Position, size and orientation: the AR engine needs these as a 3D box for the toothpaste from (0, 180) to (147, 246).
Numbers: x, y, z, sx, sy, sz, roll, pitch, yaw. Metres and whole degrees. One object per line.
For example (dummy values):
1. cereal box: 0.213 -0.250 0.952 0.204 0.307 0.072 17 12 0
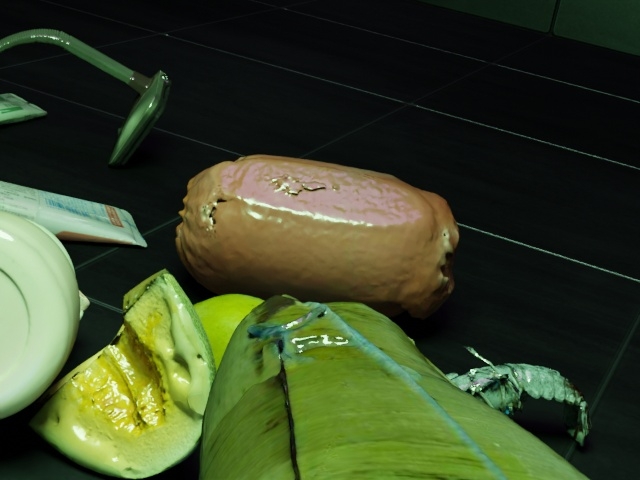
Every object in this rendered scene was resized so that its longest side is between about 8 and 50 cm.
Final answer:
1. toothpaste: -0.298 -0.030 1.174 0.234 0.057 0.089 7 23 -26

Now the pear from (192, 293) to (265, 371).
1. pear: -0.062 0.096 0.891 0.131 0.107 0.107 12 17 43

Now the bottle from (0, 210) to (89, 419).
1. bottle: -0.253 0.043 0.876 0.147 0.147 0.236 8 6 -7

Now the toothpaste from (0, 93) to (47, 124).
1. toothpaste: -0.429 -0.159 1.448 0.064 0.041 0.218 27 22 11

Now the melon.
1. melon: -0.124 0.106 0.828 0.128 0.160 0.079 50 17 18

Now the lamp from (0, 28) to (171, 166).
1. lamp: -0.327 -0.166 1.355 0.283 0.124 0.203 15 30 -13

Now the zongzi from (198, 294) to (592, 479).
1. zongzi: 0.117 0.174 0.683 0.393 0.174 0.356 8 24 -12

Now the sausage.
1. sausage: 0.000 0.000 1.103 0.280 0.152 0.152 11 22 -3

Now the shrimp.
1. shrimp: 0.143 0.128 0.957 0.174 0.076 0.082 6 0 -12
